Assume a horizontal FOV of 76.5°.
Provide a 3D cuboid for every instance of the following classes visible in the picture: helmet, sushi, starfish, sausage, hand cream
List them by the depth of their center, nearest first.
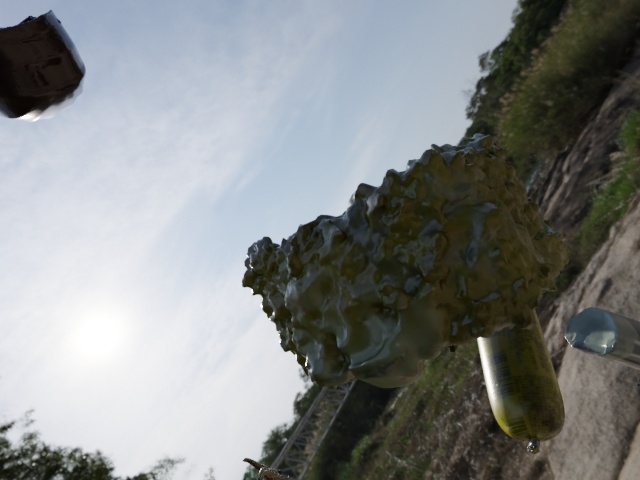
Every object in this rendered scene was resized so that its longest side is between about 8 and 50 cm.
[{"bbox_3d":[-0.264,-0.147,0.371,0.123,0.070,0.098,-11,28,48],"label":"helmet"},{"bbox_3d":[0.363,0.122,0.409,0.079,0.255,0.048,-165,95,-74],"label":"hand cream"},{"bbox_3d":[0.105,0.032,0.577,0.396,0.240,0.351,-30,-4,35],"label":"sushi"},{"bbox_3d":[0.376,0.225,0.790,0.123,0.123,0.347,100,177,-50],"label":"sausage"},{"bbox_3d":[-0.064,0.544,0.871,0.050,0.247,0.138,-49,15,-26],"label":"starfish"}]

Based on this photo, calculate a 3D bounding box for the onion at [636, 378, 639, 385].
[{"bbox_3d":[1.075,0.455,1.169,0.273,0.285,0.273,-46,0,0],"label":"onion"}]
